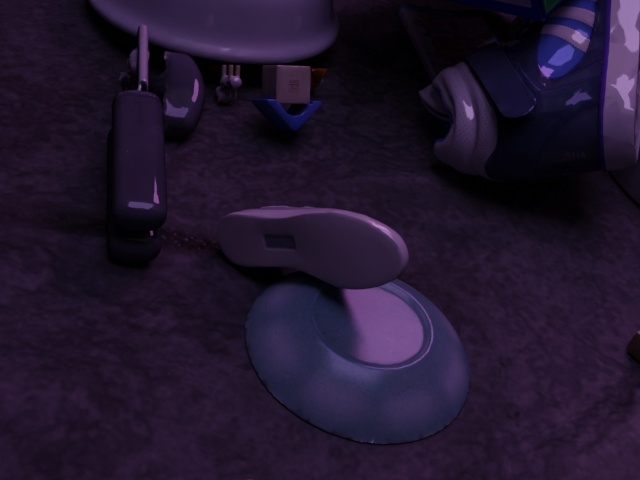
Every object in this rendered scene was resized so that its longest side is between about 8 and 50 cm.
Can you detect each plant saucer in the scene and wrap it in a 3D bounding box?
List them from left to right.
[{"bbox_3d":[0.037,0.077,0.841,0.195,0.037,0.195,11,40,-10],"label":"plant saucer"}]

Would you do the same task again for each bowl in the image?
[{"bbox_3d":[-0.109,-0.322,1.143,0.298,0.134,0.297,9,34,-6],"label":"bowl"}]

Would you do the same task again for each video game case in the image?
[{"bbox_3d":[0.172,-0.238,1.270,0.119,0.015,0.166,2,42,-18],"label":"video game case"}]

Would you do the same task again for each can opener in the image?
[{"bbox_3d":[-0.145,-0.096,0.940,0.095,0.076,0.283,4,43,-15],"label":"can opener"}]

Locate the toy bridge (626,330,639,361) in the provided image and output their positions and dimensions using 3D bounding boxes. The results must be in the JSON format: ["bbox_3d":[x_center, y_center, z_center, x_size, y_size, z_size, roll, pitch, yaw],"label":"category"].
[{"bbox_3d":[0.364,0.086,0.964,0.188,0.026,0.063,-21,55,-37],"label":"toy bridge"}]

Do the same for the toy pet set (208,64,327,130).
[{"bbox_3d":[-0.043,-0.149,1.070,0.122,0.065,0.114,-3,9,-28],"label":"toy pet set"}]

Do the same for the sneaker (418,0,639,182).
[{"bbox_3d":[0.222,-0.202,1.096,0.236,0.130,0.322,0,56,21],"label":"sneaker"}]

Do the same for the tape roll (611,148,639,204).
[{"bbox_3d":[0.460,-0.128,1.135,0.246,0.169,0.246,11,41,-10],"label":"tape roll"}]

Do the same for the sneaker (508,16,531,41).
[{"bbox_3d":[0.392,-0.255,1.301,0.302,0.108,0.121,-7,60,-14],"label":"sneaker"}]

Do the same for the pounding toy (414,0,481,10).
[{"bbox_3d":[0.189,-0.364,1.250,0.270,0.154,0.154,-16,21,-31],"label":"pounding toy"}]

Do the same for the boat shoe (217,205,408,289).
[{"bbox_3d":[0.000,0.000,0.859,0.184,0.066,0.063,0,17,37],"label":"boat shoe"}]

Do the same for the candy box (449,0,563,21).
[{"bbox_3d":[0.211,-0.393,1.110,0.268,0.122,0.317,25,62,40],"label":"candy box"}]
